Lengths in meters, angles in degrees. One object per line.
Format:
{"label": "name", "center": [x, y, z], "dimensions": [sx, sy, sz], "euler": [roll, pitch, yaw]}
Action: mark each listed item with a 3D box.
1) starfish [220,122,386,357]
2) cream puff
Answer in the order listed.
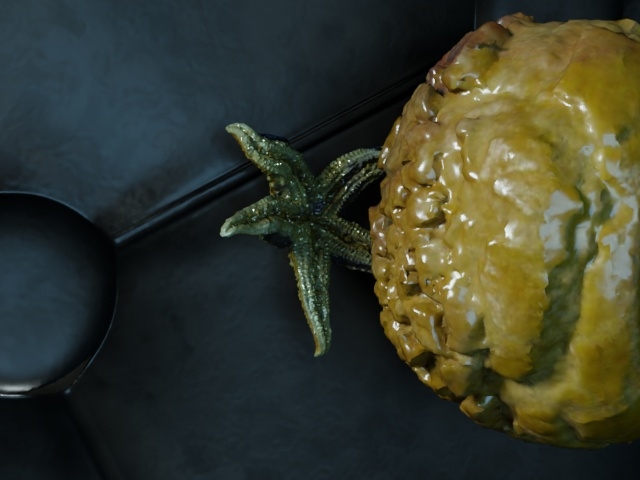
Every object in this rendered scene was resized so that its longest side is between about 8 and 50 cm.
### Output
{"label": "starfish", "center": [0.000, 0.000, 1.020], "dimensions": [0.208, 0.053, 0.176], "euler": [10, 79, -36]}
{"label": "cream puff", "center": [0.170, -0.012, 0.997], "dimensions": [0.343, 0.231, 0.327], "euler": [-38, 126, -50]}
